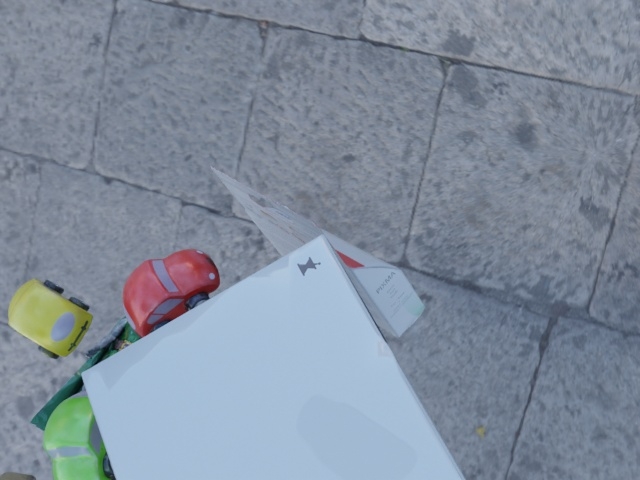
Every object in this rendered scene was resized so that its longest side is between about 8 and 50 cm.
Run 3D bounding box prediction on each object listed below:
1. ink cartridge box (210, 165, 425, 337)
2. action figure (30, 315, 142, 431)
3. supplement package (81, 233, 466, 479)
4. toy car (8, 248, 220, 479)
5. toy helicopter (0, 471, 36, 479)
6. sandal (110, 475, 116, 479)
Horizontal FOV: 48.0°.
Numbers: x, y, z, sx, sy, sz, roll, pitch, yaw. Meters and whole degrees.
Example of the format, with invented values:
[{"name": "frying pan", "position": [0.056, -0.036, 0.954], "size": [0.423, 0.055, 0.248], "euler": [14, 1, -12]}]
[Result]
[{"name": "ink cartridge box", "position": [0.000, 0.000, 0.783], "size": [0.181, 0.225, 0.056], "euler": [29, 71, 41]}, {"name": "action figure", "position": [-0.290, 0.181, 1.026], "size": [0.137, 0.232, 0.063], "euler": [23, 145, 6]}, {"name": "supplement package", "position": [-0.011, 0.168, 0.564], "size": [0.198, 0.263, 0.199], "euler": [-30, 63, 0]}, {"name": "toy car", "position": [-0.211, 0.119, 0.659], "size": [0.238, 0.053, 0.225], "euler": [-10, 63, 19]}, {"name": "toy helicopter", "position": [-0.351, 0.382, 0.670], "size": [0.140, 0.355, 0.235], "euler": [12, 124, -1]}, {"name": "sandal", "position": [-0.177, 0.290, 0.756], "size": [0.302, 0.120, 0.086], "euler": [-23, 114, -2]}]
